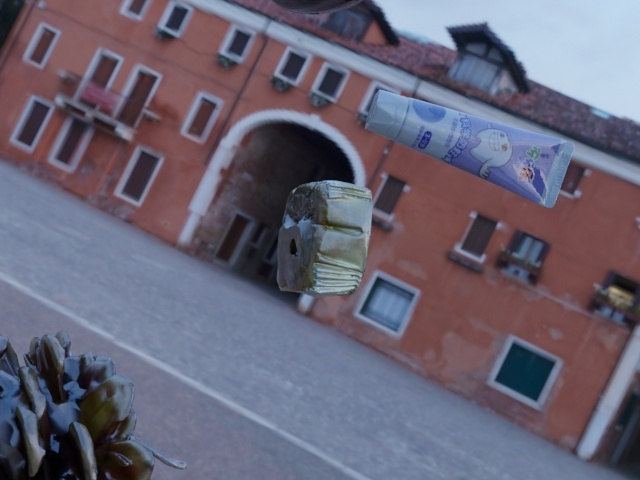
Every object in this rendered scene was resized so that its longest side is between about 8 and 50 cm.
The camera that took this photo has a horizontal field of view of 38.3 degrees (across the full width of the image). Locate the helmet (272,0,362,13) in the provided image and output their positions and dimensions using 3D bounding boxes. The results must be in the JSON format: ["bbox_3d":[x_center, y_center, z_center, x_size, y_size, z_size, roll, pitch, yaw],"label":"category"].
[{"bbox_3d":[0.015,-0.463,1.455,0.225,0.177,0.305,15,-15,-41],"label":"helmet"}]

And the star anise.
[{"bbox_3d":[-0.345,0.283,1.454,0.219,0.227,0.148,-8,-31,-24],"label":"star anise"}]

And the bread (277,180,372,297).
[{"bbox_3d":[-0.002,0.000,1.545,0.110,0.192,0.210,8,-3,-20],"label":"bread"}]

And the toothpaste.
[{"bbox_3d":[0.265,-0.174,1.643,0.371,0.125,0.080,19,4,-9],"label":"toothpaste"}]

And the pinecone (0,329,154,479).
[{"bbox_3d":[-0.374,0.286,1.000,0.384,0.384,0.384,26,-2,1],"label":"pinecone"}]
